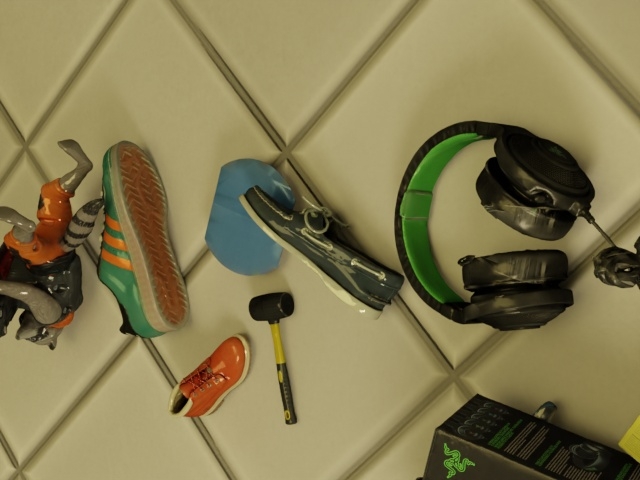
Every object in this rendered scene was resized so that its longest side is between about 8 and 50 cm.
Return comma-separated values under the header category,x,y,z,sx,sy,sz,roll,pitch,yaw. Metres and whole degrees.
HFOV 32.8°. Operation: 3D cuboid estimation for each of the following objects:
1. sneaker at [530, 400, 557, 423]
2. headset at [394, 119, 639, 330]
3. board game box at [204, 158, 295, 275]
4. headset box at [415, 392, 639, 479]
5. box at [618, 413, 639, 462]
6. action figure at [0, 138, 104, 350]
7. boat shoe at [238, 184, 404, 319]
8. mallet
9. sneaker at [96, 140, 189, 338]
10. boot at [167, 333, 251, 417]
category,x,y,z,sx,sy,sz,roll,pitch,yaw
sneaker,0.266,0.257,1.310,0.058,0.052,0.135,24,113,22
headset,0.221,-0.006,1.244,0.394,0.185,0.243,18,103,45
board game box,-0.094,-0.034,1.563,0.133,0.033,0.168,22,107,26
headset box,0.236,0.342,1.238,0.283,0.131,0.246,21,110,24
box,0.419,0.144,1.169,0.058,0.087,0.232,41,113,27
action figure,-0.436,0.059,1.675,0.178,0.341,0.330,13,133,-1
boat shoe,0.000,0.000,1.452,0.254,0.095,0.079,41,102,20
mallet,-0.065,0.167,1.548,0.062,0.039,0.189,-1,95,35
sneaker,-0.297,0.003,1.661,0.121,0.108,0.302,-17,83,30
boot,-0.162,0.202,1.587,0.059,0.084,0.158,46,114,27
